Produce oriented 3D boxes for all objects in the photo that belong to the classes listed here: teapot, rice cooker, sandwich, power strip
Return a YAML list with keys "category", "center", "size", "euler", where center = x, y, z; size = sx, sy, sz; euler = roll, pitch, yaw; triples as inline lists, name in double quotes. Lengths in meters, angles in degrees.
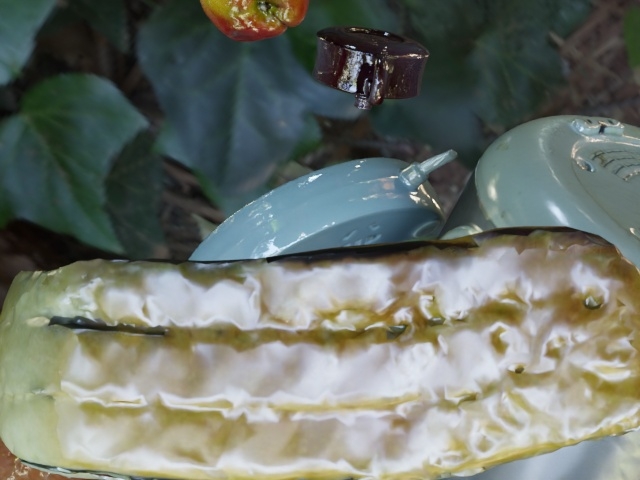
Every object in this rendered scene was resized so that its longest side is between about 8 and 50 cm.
- category: "teapot"
  center: [0.029, -0.098, 0.988]
  size: [0.068, 0.100, 0.045]
  euler: [6, 109, -6]
- category: "rice cooker"
  center: [0.172, 0.088, 1.054]
  size: [0.288, 0.288, 0.277]
  euler: [43, 121, 27]
- category: "sandwich"
  center: [0.002, 0.045, 0.644]
  size: [0.226, 0.251, 0.087]
  euler: [0, 86, 1]
- category: "power strip"
  center: [0.000, 0.000, 1.112]
  size: [0.216, 0.137, 0.044]
  euler: [-30, 67, 9]

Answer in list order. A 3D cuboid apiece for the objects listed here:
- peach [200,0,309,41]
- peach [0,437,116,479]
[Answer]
- category: "peach"
  center: [-0.058, -0.220, 1.433]
  size: [0.101, 0.101, 0.101]
  euler: [-6, 74, 22]
- category: "peach"
  center: [-0.241, 0.168, 1.024]
  size: [0.252, 0.252, 0.252]
  euler: [-6, 74, 22]
